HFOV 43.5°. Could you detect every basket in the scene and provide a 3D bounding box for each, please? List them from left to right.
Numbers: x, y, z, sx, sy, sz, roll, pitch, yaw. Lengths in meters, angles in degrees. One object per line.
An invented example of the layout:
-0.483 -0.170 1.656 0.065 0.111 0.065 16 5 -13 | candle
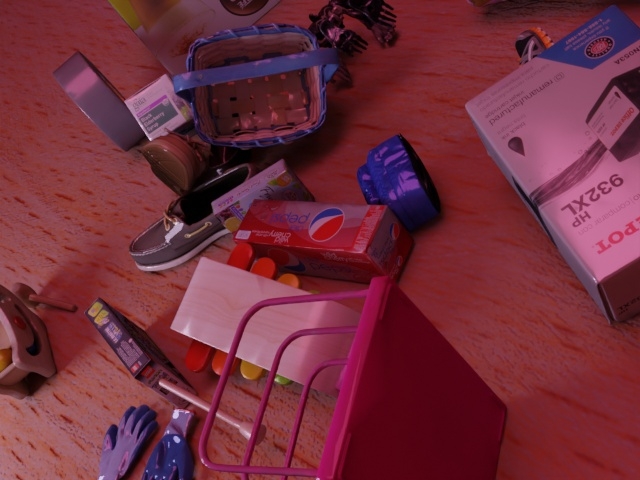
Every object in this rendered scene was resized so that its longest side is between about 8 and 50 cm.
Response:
-0.099 -0.257 1.329 0.255 0.289 0.201 -8 88 -1 | basket

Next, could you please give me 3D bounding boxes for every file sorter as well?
0.043 0.204 0.848 0.182 0.290 0.202 -7 51 36 | file sorter

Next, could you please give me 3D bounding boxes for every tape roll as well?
-0.456 -0.290 1.685 0.072 0.219 0.219 -42 42 0 | tape roll

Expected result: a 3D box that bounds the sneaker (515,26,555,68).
0.323 -0.232 1.167 0.083 0.084 0.214 -32 43 17 | sneaker

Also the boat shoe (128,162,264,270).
-0.215 -0.043 1.391 0.305 0.091 0.109 -25 44 18 | boat shoe

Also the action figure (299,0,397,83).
0.044 -0.368 1.451 0.164 0.141 0.275 -50 16 2 | action figure

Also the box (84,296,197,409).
-0.280 0.172 1.240 0.036 0.114 0.207 -48 43 -7 | box

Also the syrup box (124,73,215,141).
-0.271 -0.247 1.515 0.093 0.096 0.237 -32 6 10 | syrup box

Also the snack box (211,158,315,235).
-0.091 -0.057 1.306 0.141 0.100 0.037 -30 43 12 | snack box

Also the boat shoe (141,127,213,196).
-0.246 -0.147 1.412 0.089 0.104 0.285 -49 7 -10 | boat shoe

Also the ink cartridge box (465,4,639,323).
0.349 -0.095 0.951 0.223 0.129 0.307 -33 53 10 | ink cartridge box

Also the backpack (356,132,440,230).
0.117 -0.072 1.173 0.101 0.098 0.120 -34 54 13 | backpack

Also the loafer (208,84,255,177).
-0.178 -0.206 1.513 0.080 0.078 0.220 -18 46 24 | loafer

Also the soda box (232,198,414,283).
0.000 0.000 1.196 0.263 0.092 0.083 6 59 40 | soda box

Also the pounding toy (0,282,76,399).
-0.541 0.138 1.432 0.155 0.154 0.269 -39 42 2 | pounding toy

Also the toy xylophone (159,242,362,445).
-0.097 0.139 1.120 0.323 0.081 0.236 26 85 35 | toy xylophone

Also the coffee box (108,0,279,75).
-0.330 -0.622 1.788 0.338 0.334 0.338 -40 44 -1 | coffee box

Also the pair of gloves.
-0.253 0.315 1.169 0.198 0.023 0.159 -4 55 35 | pair of gloves

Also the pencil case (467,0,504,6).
0.394 -0.453 1.248 0.386 0.167 0.160 10 94 41 | pencil case
